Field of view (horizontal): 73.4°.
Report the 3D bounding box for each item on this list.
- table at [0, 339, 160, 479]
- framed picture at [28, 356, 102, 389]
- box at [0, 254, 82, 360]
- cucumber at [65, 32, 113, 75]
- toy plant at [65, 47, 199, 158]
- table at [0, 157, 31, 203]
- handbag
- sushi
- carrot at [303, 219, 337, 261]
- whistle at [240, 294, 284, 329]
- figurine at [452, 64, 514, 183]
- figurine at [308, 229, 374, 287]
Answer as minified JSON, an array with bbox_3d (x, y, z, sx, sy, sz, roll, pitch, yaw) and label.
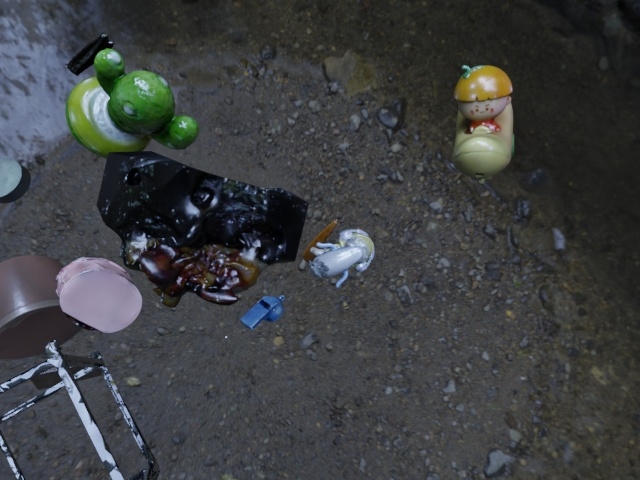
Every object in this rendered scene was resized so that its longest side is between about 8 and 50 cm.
[{"bbox_3d":[-0.426,0.341,0.677,0.222,0.335,0.272,-29,84,-24],"label":"table"},{"bbox_3d":[-0.733,0.383,1.244,0.168,0.128,0.023,-8,59,-25],"label":"framed picture"},{"bbox_3d":[-0.888,0.196,1.313,0.301,0.301,0.216,-27,69,-17],"label":"box"},{"bbox_3d":[-0.471,-0.378,0.876,0.135,0.033,0.034,-24,51,22],"label":"cucumber"},{"bbox_3d":[-0.395,-0.276,0.894,0.224,0.316,0.184,52,56,-35],"label":"toy plant"},{"bbox_3d":[-0.941,-0.178,1.279,0.133,0.043,0.133,-1,71,3],"label":"table"},{"bbox_3d":[-0.586,0.142,1.139,0.179,0.116,0.205,-50,122,-3],"label":"handbag"},{"bbox_3d":[-0.189,-0.008,0.661,0.227,0.215,0.212,12,95,-50],"label":"sushi"},{"bbox_3d":[0.000,0.000,1.373,0.048,0.216,0.048,18,46,-19],"label":"carrot"},{"bbox_3d":[-0.167,0.224,1.324,0.090,0.090,0.158,46,63,1],"label":"whistle"},{"bbox_3d":[0.331,-0.245,0.873,0.124,0.222,0.324,3,31,22],"label":"figurine"},{"bbox_3d":[0.051,0.043,1.153,0.184,0.208,0.128,-28,96,-27],"label":"figurine"}]
